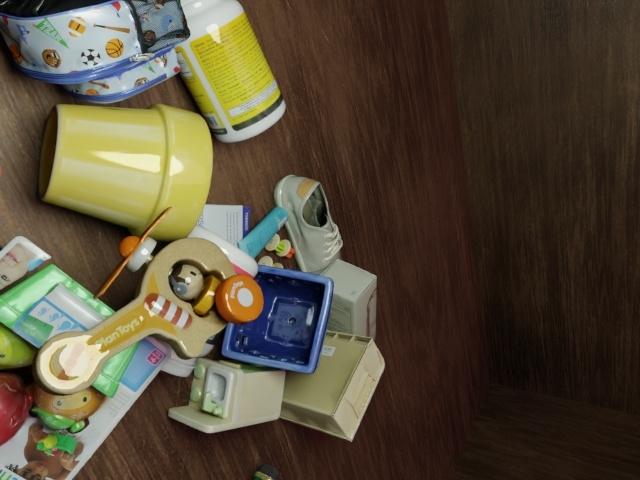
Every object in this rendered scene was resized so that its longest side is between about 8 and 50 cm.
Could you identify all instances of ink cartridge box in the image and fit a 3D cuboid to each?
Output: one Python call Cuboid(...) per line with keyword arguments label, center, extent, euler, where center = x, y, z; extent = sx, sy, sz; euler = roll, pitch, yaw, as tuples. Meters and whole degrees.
Cuboid(label="ink cartridge box", center=(-0.241, 0.022, 1.163), extent=(0.224, 0.045, 0.223), euler=(-5, 96, -54))

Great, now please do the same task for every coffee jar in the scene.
Cuboid(label="coffee jar", center=(-0.174, 0.709, 1.276), extent=(0.184, 0.079, 0.096), euler=(-48, 129, -41))

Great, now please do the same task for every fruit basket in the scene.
Cuboid(label="fruit basket", center=(-0.464, 0.224, 0.726), extent=(0.327, 0.165, 0.353), euler=(46, 61, -18))

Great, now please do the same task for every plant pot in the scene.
Cuboid(label="plant pot", center=(-0.090, 0.205, 1.207), extent=(0.212, 0.236, 0.236), euler=(63, 38, -73))
Cuboid(label="plant pot", center=(-0.358, -0.134, 0.848), extent=(0.239, 0.254, 0.254), euler=(7, 86, -38))

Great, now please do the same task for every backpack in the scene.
Cuboid(label="backpack", center=(-0.385, -0.354, 0.786), extent=(0.263, 0.276, 0.213), euler=(-40, 136, -42))

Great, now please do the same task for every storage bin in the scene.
Cuboid(label="storage bin", center=(0.012, 0.396, 1.356), extent=(0.260, 0.262, 0.123), euler=(-56, 131, -35))

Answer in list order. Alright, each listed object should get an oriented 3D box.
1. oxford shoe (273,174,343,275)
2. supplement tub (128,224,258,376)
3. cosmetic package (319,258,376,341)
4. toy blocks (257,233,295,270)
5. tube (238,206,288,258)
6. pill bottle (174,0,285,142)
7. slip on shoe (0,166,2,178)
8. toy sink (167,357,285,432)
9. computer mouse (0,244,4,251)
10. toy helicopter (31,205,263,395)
Cuboid(label="oxford shoe", center=(0.000, 0.000, 1.426), extent=(0.169, 0.130, 0.449), euler=(-56, 135, -39))
Cuboid(label="supplement tub", center=(-0.271, 0.118, 0.972), extent=(0.191, 0.191, 0.272), euler=(42, 75, -47))
Cuboid(label="cosmetic package", center=(0.081, 0.224, 1.457), extent=(0.129, 0.153, 0.296), euler=(-42, 144, -36))
Cuboid(label="toy blocks", center=(-0.105, 0.062, 1.345), extent=(0.148, 0.054, 0.123), euler=(36, 64, -49))
Cuboid(label="tube", center=(-0.153, -0.017, 1.252), extent=(0.207, 0.052, 0.080), euler=(-54, 138, -48))
Cuboid(label="pill bottle", center=(-0.223, -0.403, 1.037), extent=(0.188, 0.188, 0.334), euler=(-55, 134, -36))
Cuboid(label="slip on shoe", center=(-0.584, -0.143, 0.604), extent=(0.331, 0.101, 0.123), euler=(37, 34, -49))
Cuboid(label="toy sink", center=(-0.220, 0.358, 1.128), extent=(0.234, 0.153, 0.131), euler=(15, 80, -52))
Cuboid(label="computer mouse", center=(-0.581, 0.013, 0.698), extent=(0.193, 0.042, 0.106), euler=(-26, 114, -50))
Cuboid(label="toy helicopter", center=(-0.273, 0.096, 0.729), extent=(0.355, 0.140, 0.235), euler=(-36, 99, -49))
